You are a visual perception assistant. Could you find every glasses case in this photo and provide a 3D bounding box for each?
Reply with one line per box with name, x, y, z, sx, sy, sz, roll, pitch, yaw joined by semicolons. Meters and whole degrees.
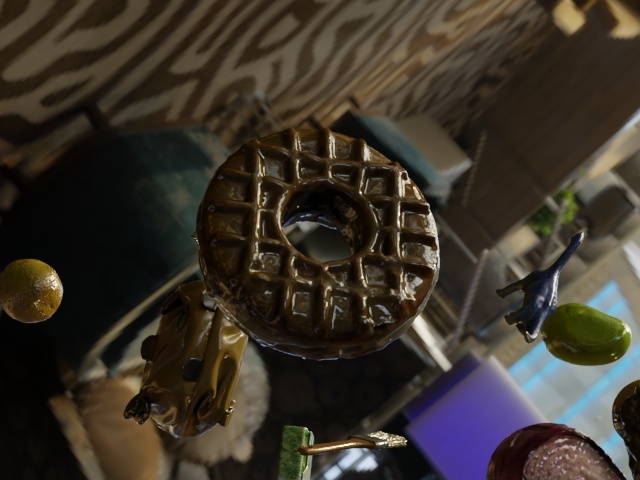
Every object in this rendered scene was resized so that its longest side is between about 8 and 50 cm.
glasses case;-0.053;0.486;2.090;0.095;0.062;0.272;92;3;-58

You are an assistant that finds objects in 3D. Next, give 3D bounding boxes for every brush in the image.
brush;0.032;0.228;1.263;0.043;0.014;0.170;5;180;40

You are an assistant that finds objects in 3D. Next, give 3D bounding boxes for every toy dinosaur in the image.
toy dinosaur;0.402;0.085;1.981;0.188;0.075;0.248;-39;-167;16

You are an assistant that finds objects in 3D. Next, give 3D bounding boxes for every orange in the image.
orange;-0.397;0.067;1.541;0.085;0.095;0.085;-43;151;-31

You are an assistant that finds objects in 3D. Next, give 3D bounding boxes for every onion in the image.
onion;0.405;0.458;2.041;0.272;0.256;0.230;-10;170;-19

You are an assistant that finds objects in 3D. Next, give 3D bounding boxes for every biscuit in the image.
biscuit;0.000;0.000;1.458;0.332;0.332;0.103;-33;162;-32

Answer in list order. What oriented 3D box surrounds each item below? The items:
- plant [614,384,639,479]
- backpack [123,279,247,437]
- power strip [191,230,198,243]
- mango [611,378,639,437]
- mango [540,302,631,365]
plant;0.395;0.264;1.117;0.149;0.275;0.146;10;148;-37
backpack;-0.268;0.243;2.334;0.378;0.201;0.354;135;-26;-60
power strip;-0.182;-0.030;2.157;0.123;0.056;0.032;-46;-164;-14
mango;0.469;0.235;1.553;0.076;0.103;0.161;-9;167;-41
mango;0.492;0.179;2.121;0.117;0.163;0.089;-56;150;-30
